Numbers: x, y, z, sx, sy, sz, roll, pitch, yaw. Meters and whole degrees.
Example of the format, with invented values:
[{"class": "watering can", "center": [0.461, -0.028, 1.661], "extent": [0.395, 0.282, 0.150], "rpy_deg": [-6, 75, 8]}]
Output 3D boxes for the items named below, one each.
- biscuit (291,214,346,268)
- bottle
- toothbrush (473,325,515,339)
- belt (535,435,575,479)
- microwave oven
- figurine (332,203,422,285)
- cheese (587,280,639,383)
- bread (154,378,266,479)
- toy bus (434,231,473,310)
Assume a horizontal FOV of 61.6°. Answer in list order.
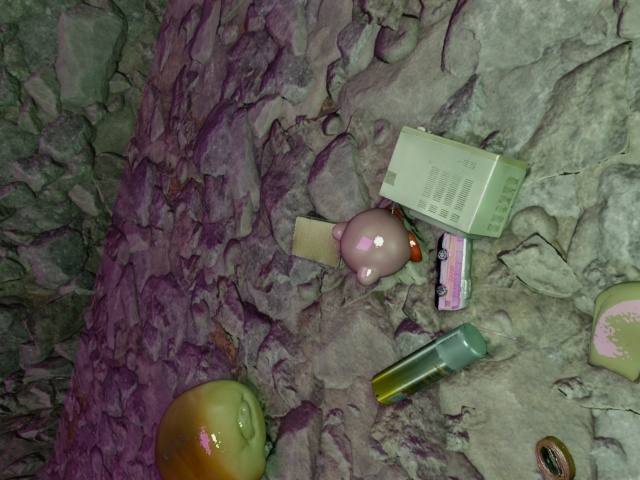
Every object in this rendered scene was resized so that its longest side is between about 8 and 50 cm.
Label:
[{"class": "biscuit", "center": [0.000, 0.000, 1.470], "extent": [0.200, 0.041, 0.121], "rpy_deg": [16, 102, 46]}, {"class": "bottle", "center": [0.235, 0.279, 1.192], "extent": [0.286, 0.082, 0.082], "rpy_deg": [-41, 61, 36]}, {"class": "toothbrush", "center": [0.361, 0.192, 1.122], "extent": [0.097, 0.008, 0.006], "rpy_deg": [10, 82, 46]}, {"class": "belt", "center": [0.441, 0.415, 1.013], "extent": [0.059, 0.036, 0.083], "rpy_deg": [-41, 59, 37]}, {"class": "microwave oven", "center": [0.272, -0.118, 1.127], "extent": [0.241, 0.145, 0.193], "rpy_deg": [30, 110, 42]}, {"class": "figurine", "center": [0.128, 0.009, 1.251], "extent": [0.173, 0.173, 0.173], "rpy_deg": [-2, 87, 45]}, {"class": "cheese", "center": [0.546, 0.159, 0.882], "extent": [0.203, 0.091, 0.175], "rpy_deg": [20, 104, 44]}, {"class": "bread", "center": [-0.342, 0.611, 1.639], "extent": [0.376, 0.253, 0.347], "rpy_deg": [-32, 63, 38]}, {"class": "toy bus", "center": [0.291, 0.068, 1.165], "extent": [0.072, 0.058, 0.171], "rpy_deg": [3, 90, 36]}]
